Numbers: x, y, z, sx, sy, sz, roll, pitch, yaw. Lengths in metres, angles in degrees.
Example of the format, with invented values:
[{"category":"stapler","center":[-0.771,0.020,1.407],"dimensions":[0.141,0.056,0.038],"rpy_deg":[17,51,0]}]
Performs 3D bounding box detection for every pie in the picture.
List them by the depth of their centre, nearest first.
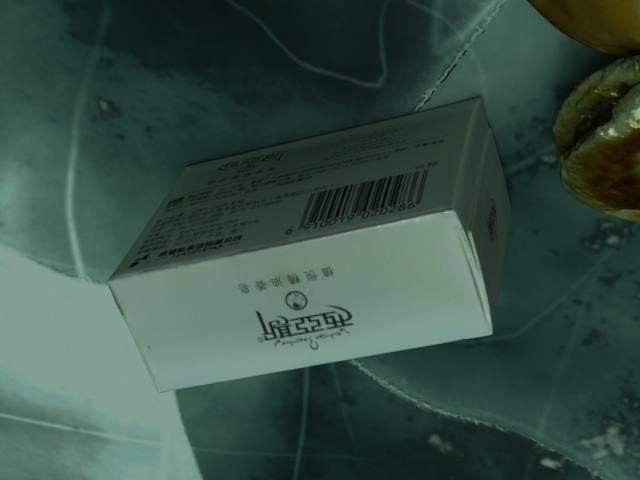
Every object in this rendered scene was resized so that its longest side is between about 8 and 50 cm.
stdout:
[{"category":"pie","center":[0.266,-0.072,0.932],"dimensions":[0.179,0.084,0.205],"rpy_deg":[5,157,-5]}]

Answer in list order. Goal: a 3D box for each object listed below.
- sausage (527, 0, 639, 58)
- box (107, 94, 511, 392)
[{"category":"sausage","center":[0.122,-0.267,0.863],"dimensions":[0.354,0.116,0.134],"rpy_deg":[45,158,-20]},{"category":"box","center":[0.001,0.002,0.996],"dimensions":[0.274,0.203,0.116],"rpy_deg":[-12,115,18]}]
